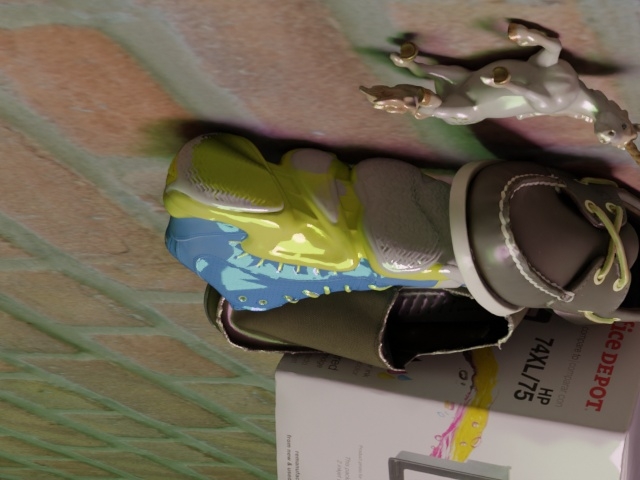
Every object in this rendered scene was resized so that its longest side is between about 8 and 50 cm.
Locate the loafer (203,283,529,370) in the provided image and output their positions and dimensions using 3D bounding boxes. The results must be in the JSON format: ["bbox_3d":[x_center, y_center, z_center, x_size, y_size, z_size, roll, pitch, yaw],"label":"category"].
[{"bbox_3d":[0.035,0.043,1.323,0.251,0.087,0.094,-7,122,10],"label":"loafer"}]

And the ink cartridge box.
[{"bbox_3d":[0.123,0.149,1.440,0.270,0.198,0.197,9,123,15],"label":"ink cartridge box"}]

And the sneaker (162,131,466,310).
[{"bbox_3d":[0.000,0.000,1.273,0.240,0.091,0.126,18,140,-10],"label":"sneaker"}]

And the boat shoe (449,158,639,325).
[{"bbox_3d":[0.180,0.003,1.261,0.091,0.109,0.305,-4,170,28],"label":"boat shoe"}]

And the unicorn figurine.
[{"bbox_3d":[0.114,-0.085,1.046,0.162,0.060,0.111,14,174,34],"label":"unicorn figurine"}]
